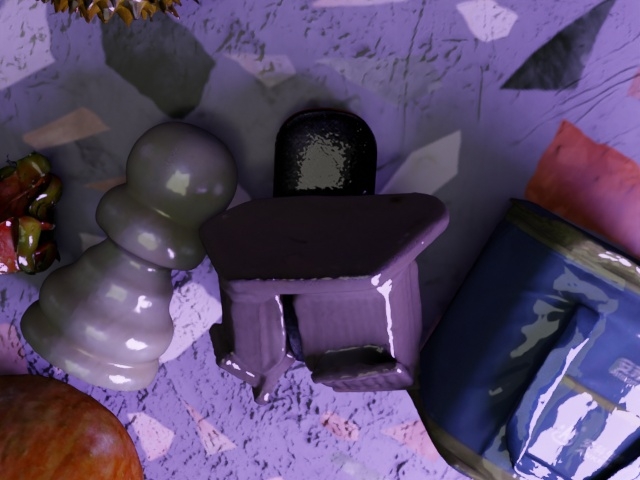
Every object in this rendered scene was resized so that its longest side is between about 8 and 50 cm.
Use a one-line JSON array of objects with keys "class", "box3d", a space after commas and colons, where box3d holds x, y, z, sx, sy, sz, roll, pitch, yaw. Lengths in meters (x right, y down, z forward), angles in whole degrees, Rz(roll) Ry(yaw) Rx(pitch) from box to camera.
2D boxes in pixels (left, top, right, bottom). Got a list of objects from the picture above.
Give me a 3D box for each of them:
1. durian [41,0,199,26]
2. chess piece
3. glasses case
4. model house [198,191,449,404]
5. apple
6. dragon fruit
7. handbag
[{"class": "durian", "box3d": [-0.196, -0.305, 0.585, 0.258, 0.258, 0.293, -25, 118, 7]}, {"class": "chess piece", "box3d": [-0.173, 0.002, 0.739, 0.144, 0.144, 0.251, 28, 101, -10]}, {"class": "glasses case", "box3d": [0.000, 0.000, 0.769, 0.103, 0.067, 0.267, 4, 109, -1]}, {"class": "model house", "box3d": [0.007, 0.063, 0.694, 0.229, 0.122, 0.188, -4, 114, 4]}, {"class": "apple", "box3d": [-0.325, 0.293, 0.765, 0.277, 0.250, 0.310, 9, 110, -5]}, {"class": "dragon fruit", "box3d": [-0.325, -0.009, 0.745, 0.142, 0.138, 0.175, 36, 72, -49]}, {"class": "handbag", "box3d": [0.242, 0.120, 0.735, 0.263, 0.222, 0.241, 26, 101, -7]}]
